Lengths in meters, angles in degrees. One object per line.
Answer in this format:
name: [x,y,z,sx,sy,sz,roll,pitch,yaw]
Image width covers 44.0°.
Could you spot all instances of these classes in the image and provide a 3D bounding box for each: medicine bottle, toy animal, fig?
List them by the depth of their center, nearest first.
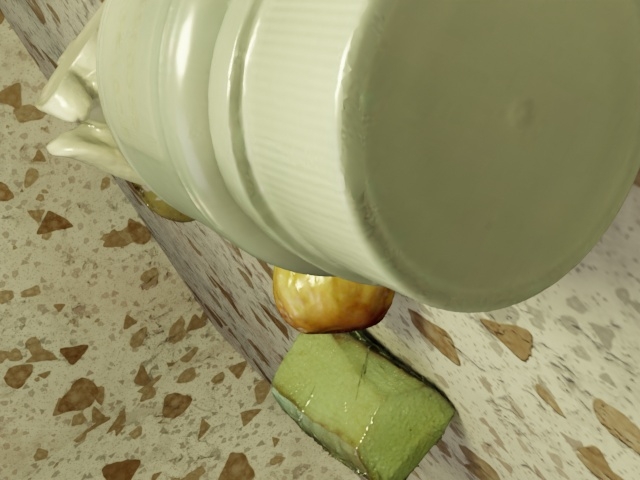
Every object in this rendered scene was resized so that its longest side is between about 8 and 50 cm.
medicine bottle: [0.015,-0.097,0.488,0.306,0.245,0.245,27,151,56]
fig: [0.000,0.000,1.042,0.159,0.159,0.257,165,90,-74]
toy animal: [-0.245,-0.198,1.146,0.265,0.271,0.206,34,163,-30]

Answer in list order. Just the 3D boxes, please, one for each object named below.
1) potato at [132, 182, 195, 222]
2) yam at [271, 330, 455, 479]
potato: [-0.302,-0.155,1.528,0.262,0.165,0.165,59,165,-4]
yam: [0.075,0.263,1.291,0.201,0.202,0.271,36,175,-34]
